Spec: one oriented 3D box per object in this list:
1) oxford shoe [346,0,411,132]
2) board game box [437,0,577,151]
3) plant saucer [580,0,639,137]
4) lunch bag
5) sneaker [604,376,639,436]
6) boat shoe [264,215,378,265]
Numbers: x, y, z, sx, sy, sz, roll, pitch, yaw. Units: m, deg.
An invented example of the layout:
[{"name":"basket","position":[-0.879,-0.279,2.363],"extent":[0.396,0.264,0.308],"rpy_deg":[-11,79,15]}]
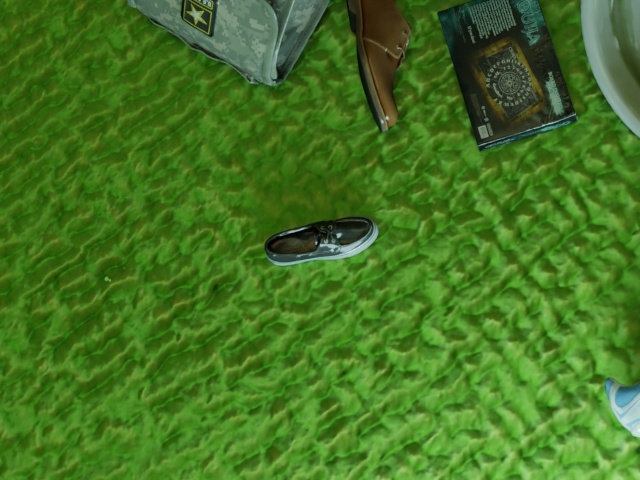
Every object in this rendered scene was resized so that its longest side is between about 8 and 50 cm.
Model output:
[{"name":"oxford shoe","position":[0.079,-0.237,1.941],"extent":[0.076,0.076,0.212],"rpy_deg":[-7,75,-1]},{"name":"board game box","position":[0.228,-0.214,1.925],"extent":[0.126,0.026,0.186],"rpy_deg":[-17,73,7]},{"name":"plant saucer","position":[0.503,-0.272,1.801],"extent":[0.400,0.100,0.400],"rpy_deg":[4,99,26]},{"name":"lunch bag","position":[-0.100,-0.359,1.952],"extent":[0.235,0.169,0.287],"rpy_deg":[30,107,16]},{"name":"sneaker","position":[0.427,0.126,1.763],"extent":[0.237,0.085,0.086],"rpy_deg":[-35,77,0]},{"name":"boat shoe","position":[0.000,0.000,1.910],"extent":[0.142,0.040,0.049],"rpy_deg":[-15,73,8]}]
